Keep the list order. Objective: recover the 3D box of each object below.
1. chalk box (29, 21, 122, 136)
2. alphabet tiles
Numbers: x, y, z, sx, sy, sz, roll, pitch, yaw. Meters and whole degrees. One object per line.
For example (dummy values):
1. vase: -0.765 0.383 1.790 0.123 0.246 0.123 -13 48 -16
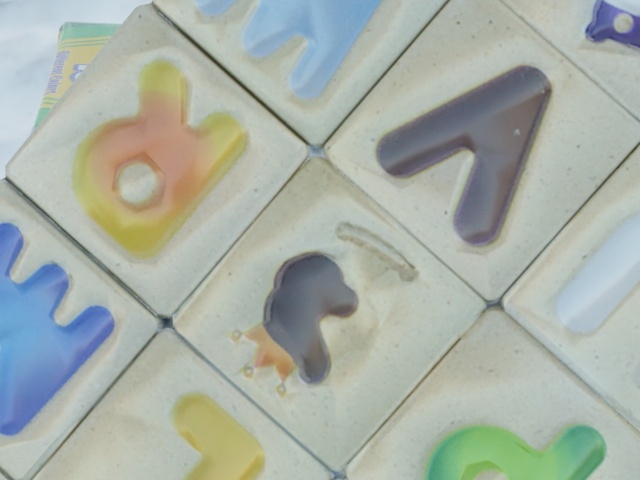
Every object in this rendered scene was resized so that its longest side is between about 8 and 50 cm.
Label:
1. chalk box: 0.000 0.000 0.659 0.213 0.132 0.132 3 115 -4
2. alphabet tiles: 0.025 0.077 0.422 0.342 0.285 0.011 -49 177 9
